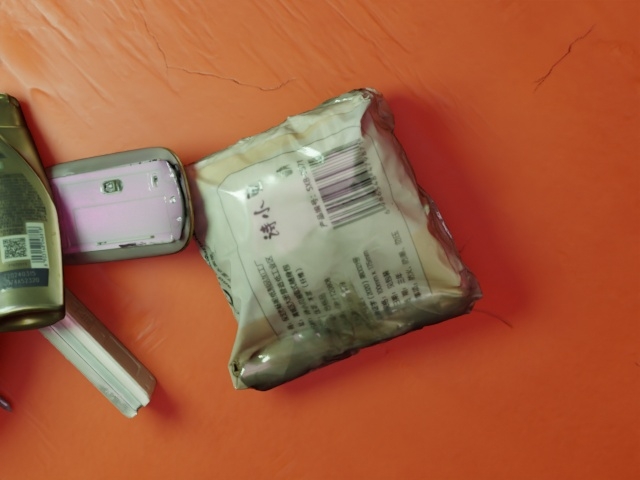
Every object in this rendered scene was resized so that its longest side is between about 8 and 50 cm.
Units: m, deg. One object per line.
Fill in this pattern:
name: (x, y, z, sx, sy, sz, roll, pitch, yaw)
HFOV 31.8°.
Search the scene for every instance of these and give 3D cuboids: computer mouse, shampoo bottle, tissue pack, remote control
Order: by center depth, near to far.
shampoo bottle: (-0.437, -0.048, 1.580, 0.126, 0.084, 0.350, -8, 67, -18)
computer mouse: (-0.308, -0.046, 1.628, 0.310, 0.072, 0.158, -7, 95, 29)
tissue pack: (0.000, 0.000, 1.631, 0.390, 0.195, 0.375, -20, 96, 4)
remote control: (-0.360, 0.143, 1.671, 0.055, 0.103, 0.277, -42, 97, 4)

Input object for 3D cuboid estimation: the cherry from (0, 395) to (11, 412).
cherry: (-0.595, 0.143, 1.557, 0.326, 0.335, 0.291, -35, 81, -23)
